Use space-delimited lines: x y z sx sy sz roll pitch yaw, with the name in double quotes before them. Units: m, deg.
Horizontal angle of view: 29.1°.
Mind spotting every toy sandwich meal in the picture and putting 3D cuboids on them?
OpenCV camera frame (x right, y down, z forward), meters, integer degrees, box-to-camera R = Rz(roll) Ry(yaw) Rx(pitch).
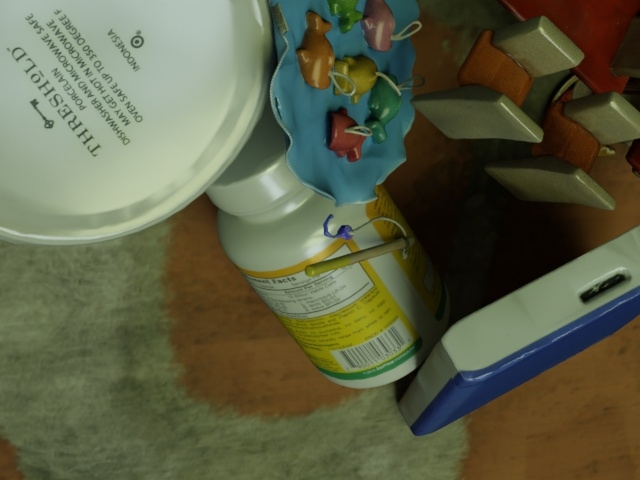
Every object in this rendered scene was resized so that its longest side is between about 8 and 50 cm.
"toy sandwich meal" 0.216 -0.096 0.961 0.085 0.029 0.086 -12 123 -19

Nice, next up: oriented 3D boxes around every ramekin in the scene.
"ramekin" -0.148 -0.119 0.710 0.272 0.127 0.273 -14 124 -21

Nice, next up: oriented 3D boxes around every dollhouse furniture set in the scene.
"dollhouse furniture set" 0.203 -0.136 0.840 0.259 0.135 0.262 37 75 -29

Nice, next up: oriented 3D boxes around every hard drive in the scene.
"hard drive" 0.167 0.065 0.906 0.210 0.040 0.319 -27 167 -8

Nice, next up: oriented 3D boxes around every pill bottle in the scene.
"pill bottle" 0.000 0.000 0.863 0.117 0.117 0.208 -37 128 -1

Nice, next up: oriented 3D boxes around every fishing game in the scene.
"fishing game" 0.026 -0.112 0.753 0.189 0.041 0.264 -6 98 -60
